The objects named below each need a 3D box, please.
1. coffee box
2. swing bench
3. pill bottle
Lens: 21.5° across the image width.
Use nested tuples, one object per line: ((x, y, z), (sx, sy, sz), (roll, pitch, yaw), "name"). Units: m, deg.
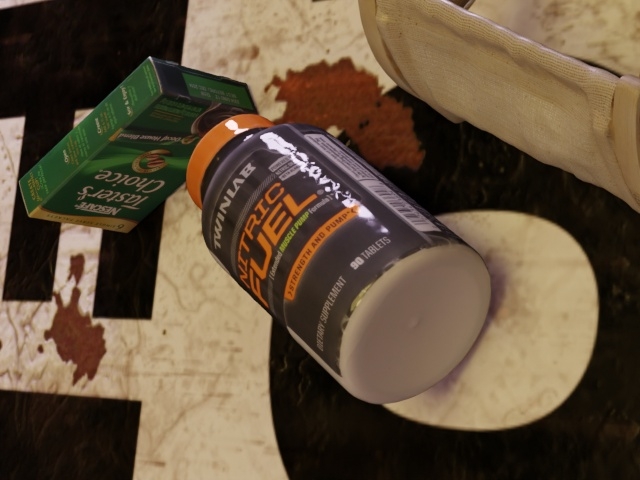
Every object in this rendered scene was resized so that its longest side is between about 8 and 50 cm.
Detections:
((-0.151, -0.074, 1.392), (0.184, 0.113, 0.040), (-38, 59, 31), "coffee box")
((0.168, -0.165, 1.057), (0.253, 0.165, 0.254), (32, 104, 44), "swing bench")
((0.000, 0.000, 1.211), (0.246, 0.130, 0.130), (41, 110, 43), "pill bottle")
